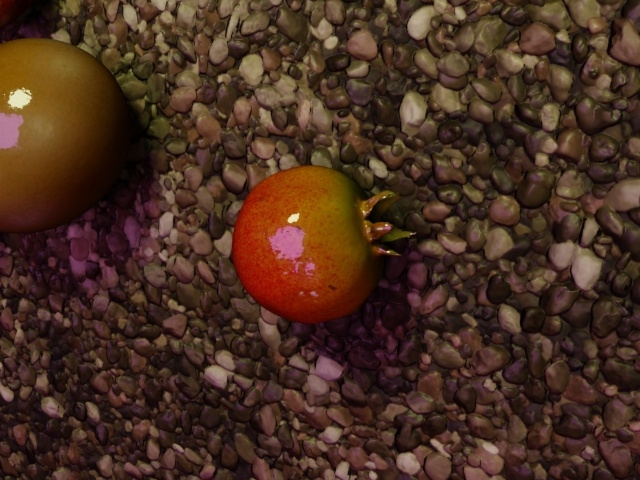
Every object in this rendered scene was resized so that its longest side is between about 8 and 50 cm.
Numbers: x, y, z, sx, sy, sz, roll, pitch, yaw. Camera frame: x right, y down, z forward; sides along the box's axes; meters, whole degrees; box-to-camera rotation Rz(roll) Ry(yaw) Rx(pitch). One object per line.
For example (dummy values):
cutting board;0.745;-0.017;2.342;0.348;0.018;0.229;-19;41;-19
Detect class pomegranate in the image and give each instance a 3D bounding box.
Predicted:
pomegranate;0.000;0.000;1.125;0.256;0.221;0.221;-21;92;22

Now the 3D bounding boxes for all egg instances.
egg;-0.454;-0.156;1.269;0.351;0.282;0.283;-29;88;28

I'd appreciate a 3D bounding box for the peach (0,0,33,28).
peach;-0.564;-0.443;1.298;0.230;0.231;0.231;6;105;25
